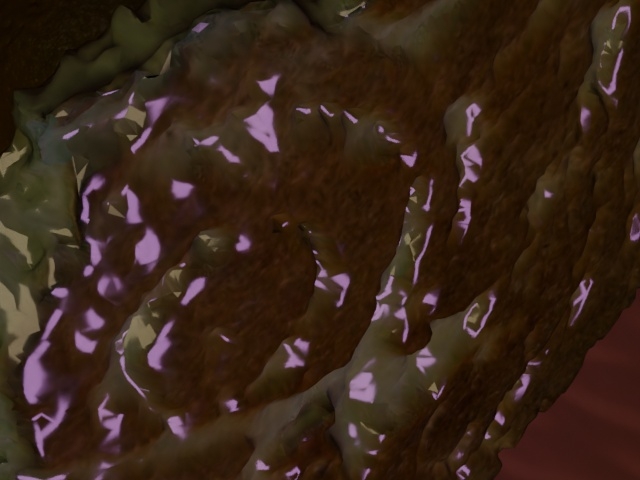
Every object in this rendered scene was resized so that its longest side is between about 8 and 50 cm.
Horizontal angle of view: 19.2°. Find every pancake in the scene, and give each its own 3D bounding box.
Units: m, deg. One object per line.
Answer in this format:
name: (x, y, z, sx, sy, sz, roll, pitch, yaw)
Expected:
pancake: (-0.003, -0.002, 0.399, 0.376, 0.054, 0.197, -55, 146, 1)

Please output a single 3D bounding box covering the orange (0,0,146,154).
orange: (-0.042, -0.030, 0.442, 0.085, 0.085, 0.095, 29, 108, -8)
